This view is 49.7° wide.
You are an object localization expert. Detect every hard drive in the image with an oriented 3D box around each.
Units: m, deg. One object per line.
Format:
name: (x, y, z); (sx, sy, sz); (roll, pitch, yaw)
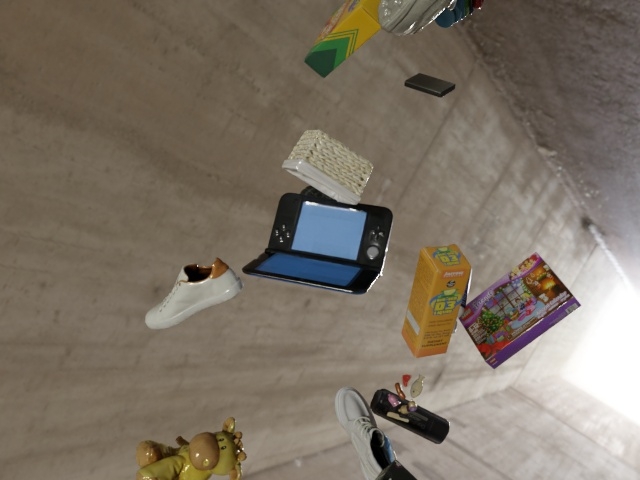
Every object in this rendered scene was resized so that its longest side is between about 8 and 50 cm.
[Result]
hard drive: (0.349, -0.497, 2.208); (0.135, 0.022, 0.094); (26, -138, 29)

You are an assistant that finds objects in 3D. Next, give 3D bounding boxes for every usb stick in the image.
usb stick: (0.256, 0.497, 1.946); (0.278, 0.077, 0.045); (31, 171, -26)

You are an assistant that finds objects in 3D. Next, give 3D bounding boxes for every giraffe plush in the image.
giraffe plush: (-0.235, 0.440, 1.363); (0.181, 0.170, 0.210); (63, -158, 14)

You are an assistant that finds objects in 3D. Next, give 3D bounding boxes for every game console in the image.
game console: (0.000, 0.000, 1.608); (0.293, 0.250, 0.173); (10, 166, 14)

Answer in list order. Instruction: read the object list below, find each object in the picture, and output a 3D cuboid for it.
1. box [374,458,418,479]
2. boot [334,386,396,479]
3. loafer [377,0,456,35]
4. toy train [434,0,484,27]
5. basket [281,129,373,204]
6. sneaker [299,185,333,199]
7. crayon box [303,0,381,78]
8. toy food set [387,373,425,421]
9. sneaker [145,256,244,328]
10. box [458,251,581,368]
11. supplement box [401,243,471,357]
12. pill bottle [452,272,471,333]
box: (0.125, 0.445, 1.228); (0.062, 0.052, 0.083); (44, -140, 9)
boot: (0.120, 0.472, 1.715); (0.258, 0.095, 0.123); (65, 155, 20)
loafer: (0.252, -0.543, 1.458); (0.112, 0.112, 0.319); (8, 158, -34)
toy train: (0.300, -0.611, 1.541); (0.105, 0.248, 0.143); (13, -138, 24)
basket: (0.019, -0.163, 1.521); (0.167, 0.103, 0.113); (29, 177, -22)
sneaker: (0.021, -0.142, 2.157); (0.109, 0.130, 0.286); (35, -129, 21)
crayon box: (0.101, -0.576, 1.776); (0.081, 0.202, 0.318); (38, 145, -18)
toy food set: (0.210, 0.387, 1.727); (0.078, 0.122, 0.019); (16, 166, 7)
sneaker: (-0.339, 0.122, 1.727); (0.123, 0.290, 0.106); (56, -159, -22)
box: (0.540, 0.192, 1.915); (0.057, 0.293, 0.201); (41, -165, -36)
supplement box: (0.225, 0.122, 1.364); (0.078, 0.233, 0.080); (-6, -144, -16)
pill bottle: (0.340, 0.151, 1.867); (0.112, 0.186, 0.112); (12, 164, 3)
